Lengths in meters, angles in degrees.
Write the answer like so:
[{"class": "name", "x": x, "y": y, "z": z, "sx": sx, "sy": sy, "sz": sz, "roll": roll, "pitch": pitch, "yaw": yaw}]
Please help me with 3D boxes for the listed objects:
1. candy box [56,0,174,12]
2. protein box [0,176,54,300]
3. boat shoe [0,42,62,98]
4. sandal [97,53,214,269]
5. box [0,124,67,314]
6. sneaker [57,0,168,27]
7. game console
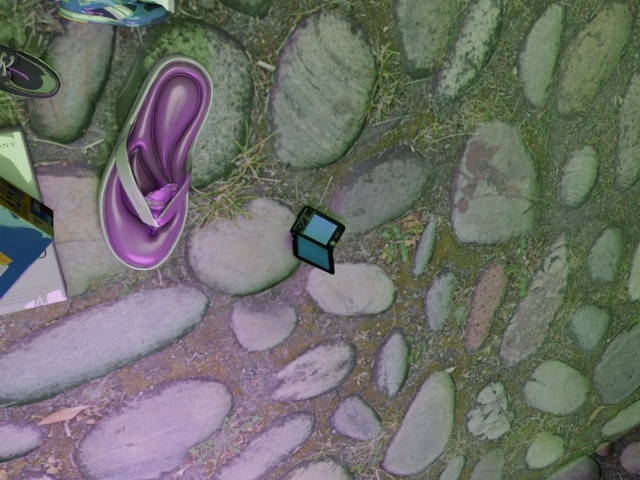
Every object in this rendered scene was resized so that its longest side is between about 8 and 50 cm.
[{"class": "candy box", "x": -0.333, "y": -0.392, "z": 0.833, "sx": 0.196, "sy": 0.165, "sz": 0.070, "roll": -5, "pitch": 115, "yaw": -25}, {"class": "protein box", "x": -0.556, "y": -0.005, "z": 0.839, "sx": 0.201, "sy": 0.136, "sz": 0.200, "roll": -49, "pitch": 123, "yaw": 0}, {"class": "boat shoe", "x": -0.509, "y": -0.273, "z": 0.855, "sx": 0.206, "sy": 0.065, "sz": 0.075, "roll": 21, "pitch": 101, "yaw": -32}, {"class": "sandal", "x": -0.300, "y": -0.129, "z": 1.002, "sx": 0.169, "sy": 0.102, "sz": 0.416, "roll": 8, "pitch": 108, "yaw": -29}, {"class": "box", "x": -0.587, "y": -0.018, "z": 0.932, "sx": 0.232, "sy": 0.058, "sz": 0.321, "roll": -14, "pitch": 115, "yaw": -21}, {"class": "sneaker", "x": -0.282, "y": -0.328, "z": 0.757, "sx": 0.144, "sy": 0.053, "sz": 0.059, "roll": -5, "pitch": 122, "yaw": -27}, {"class": "game console", "x": 0.000, "y": 0.000, "z": 1.228, "sx": 0.122, "sy": 0.071, "sz": 0.107, "roll": 27, "pitch": 98, "yaw": -33}]
